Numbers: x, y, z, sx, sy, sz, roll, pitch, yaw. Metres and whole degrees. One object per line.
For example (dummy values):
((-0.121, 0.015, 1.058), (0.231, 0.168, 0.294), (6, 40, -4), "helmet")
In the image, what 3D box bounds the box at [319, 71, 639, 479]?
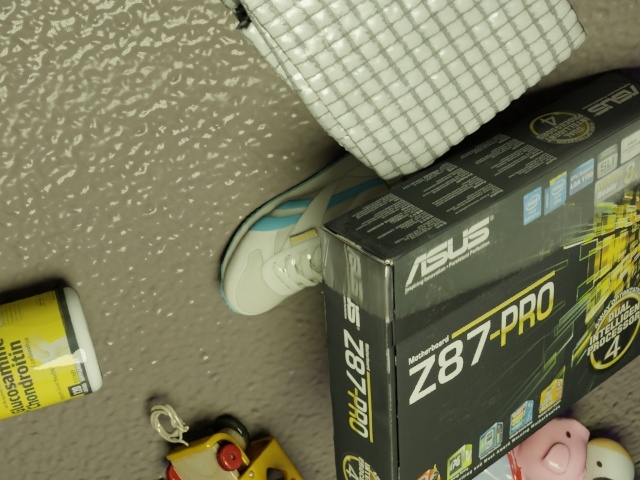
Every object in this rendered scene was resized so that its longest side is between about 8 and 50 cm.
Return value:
((0.178, 0.052, 1.280), (0.395, 0.097, 0.318), (-28, 130, -32), "box")

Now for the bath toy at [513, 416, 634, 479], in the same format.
((0.262, 0.261, 1.549), (0.151, 0.129, 0.348), (-41, 128, 12), "bath toy")

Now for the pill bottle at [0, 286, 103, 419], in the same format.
((-0.301, 0.114, 1.233), (0.184, 0.103, 0.103), (-16, 130, -10), "pill bottle")

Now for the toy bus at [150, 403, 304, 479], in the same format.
((-0.079, 0.254, 1.424), (0.104, 0.191, 0.202), (-44, 150, -48), "toy bus")

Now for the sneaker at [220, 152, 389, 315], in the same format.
((0.000, 0.000, 1.272), (0.229, 0.092, 0.087), (-38, 131, 11), "sneaker")

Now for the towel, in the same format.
((0.064, -0.206, 1.127), (0.235, 0.121, 0.283), (-36, 131, 9), "towel")

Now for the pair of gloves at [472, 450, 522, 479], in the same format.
((0.125, 0.196, 1.434), (0.159, 0.198, 0.023), (-14, 169, 11), "pair of gloves")
